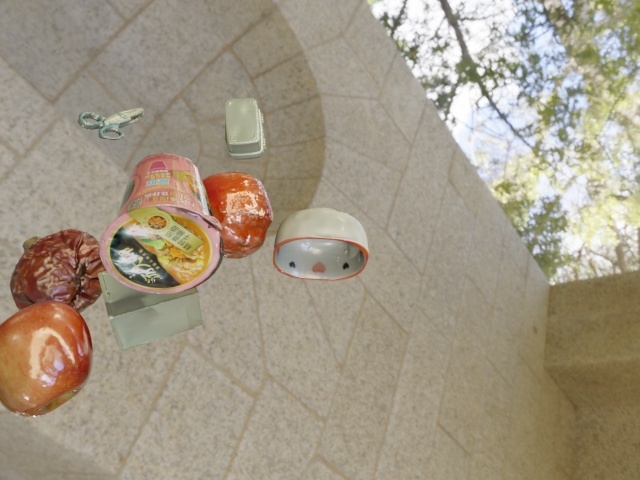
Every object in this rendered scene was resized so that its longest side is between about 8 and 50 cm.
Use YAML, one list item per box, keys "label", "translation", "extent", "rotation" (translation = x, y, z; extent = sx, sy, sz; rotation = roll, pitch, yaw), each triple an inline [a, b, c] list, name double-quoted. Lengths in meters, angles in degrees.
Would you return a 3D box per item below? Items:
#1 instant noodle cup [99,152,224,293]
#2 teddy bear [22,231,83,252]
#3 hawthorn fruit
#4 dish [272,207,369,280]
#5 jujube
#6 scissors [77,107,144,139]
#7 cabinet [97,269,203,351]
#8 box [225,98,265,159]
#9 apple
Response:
- label: "instant noodle cup"
  translation: [-0.328, -0.054, 1.264]
  extent: [0.244, 0.244, 0.255]
  rotation: [-34, -141, 16]
- label: "teddy bear"
  translation: [-0.744, 0.053, 1.731]
  extent: [0.190, 0.140, 0.177]
  rotation: [-28, -128, -8]
- label: "hawthorn fruit"
  translation: [-0.270, -0.066, 1.604]
  extent: [0.241, 0.271, 0.242]
  rotation: [1, -89, 48]
- label: "dish"
  translation: [0.000, 0.000, 1.493]
  extent: [0.256, 0.256, 0.117]
  rotation: [-20, -125, 34]
- label: "jujube"
  translation: [-0.661, 0.089, 1.516]
  extent: [0.212, 0.213, 0.232]
  rotation: [-19, -155, 36]
- label: "scissors"
  translation: [-0.629, -0.373, 1.863]
  extent: [0.041, 0.138, 0.289]
  rotation: [-59, 179, 26]
- label: "cabinet"
  translation: [-0.411, 0.147, 1.462]
  extent: [0.206, 0.150, 0.145]
  rotation: [-16, -129, -19]
- label: "box"
  translation: [-0.283, -0.412, 2.217]
  extent: [0.147, 0.129, 0.210]
  rotation: [-5, -110, -3]
- label: "apple"
  translation: [-0.477, 0.199, 1.025]
  extent: [0.181, 0.168, 0.181]
  rotation: [-32, 167, -8]
